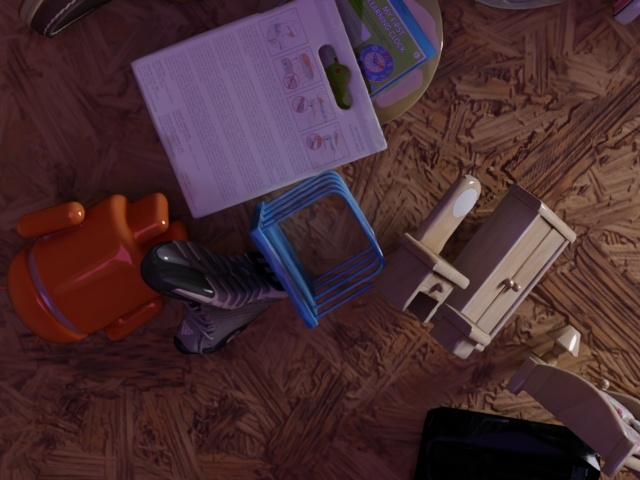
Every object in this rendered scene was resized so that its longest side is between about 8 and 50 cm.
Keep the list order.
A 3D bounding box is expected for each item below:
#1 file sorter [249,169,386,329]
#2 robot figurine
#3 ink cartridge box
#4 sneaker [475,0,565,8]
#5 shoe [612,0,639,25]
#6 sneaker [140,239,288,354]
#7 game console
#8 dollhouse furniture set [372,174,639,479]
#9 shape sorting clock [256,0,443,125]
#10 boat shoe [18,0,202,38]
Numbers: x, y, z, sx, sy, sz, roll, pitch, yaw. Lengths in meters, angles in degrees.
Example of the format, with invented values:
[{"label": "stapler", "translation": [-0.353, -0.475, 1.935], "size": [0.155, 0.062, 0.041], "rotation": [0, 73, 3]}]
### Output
[{"label": "file sorter", "translation": [0.000, 0.000, 1.122], "size": [0.104, 0.170, 0.118], "rotation": [-30, 100, 4]}, {"label": "robot figurine", "translation": [-0.253, 0.031, 1.156], "size": [0.219, 0.158, 0.128], "rotation": [-30, 68, 8]}, {"label": "ink cartridge box", "translation": [-0.067, -0.148, 1.145], "size": [0.232, 0.066, 0.189], "rotation": [-20, 101, 4]}, {"label": "sneaker", "translation": [0.163, -0.333, 1.082], "size": [0.255, 0.094, 0.151], "rotation": [8, 79, -17]}, {"label": "shoe", "translation": [0.347, -0.318, 1.096], "size": [0.081, 0.063, 0.178], "rotation": [38, 96, -5]}, {"label": "sneaker", "translation": [-0.132, 0.076, 1.129], "size": [0.132, 0.228, 0.086], "rotation": [-48, 61, 20]}, {"label": "game console", "translation": [0.202, 0.385, 1.269], "size": [0.213, 0.044, 0.361], "rotation": [10, 102, 1]}, {"label": "dollhouse furniture set", "translation": [0.279, 0.111, 1.040], "size": [0.355, 0.303, 0.174], "rotation": [41, 97, 36]}, {"label": "shape sorting clock", "translation": [0.030, -0.222, 1.134], "size": [0.206, 0.040, 0.206], "rotation": [3, 104, 12]}, {"label": "boat shoe", "translation": [-0.154, -0.301, 1.085], "size": [0.342, 0.123, 0.123], "rotation": [-35, 98, 2]}]
